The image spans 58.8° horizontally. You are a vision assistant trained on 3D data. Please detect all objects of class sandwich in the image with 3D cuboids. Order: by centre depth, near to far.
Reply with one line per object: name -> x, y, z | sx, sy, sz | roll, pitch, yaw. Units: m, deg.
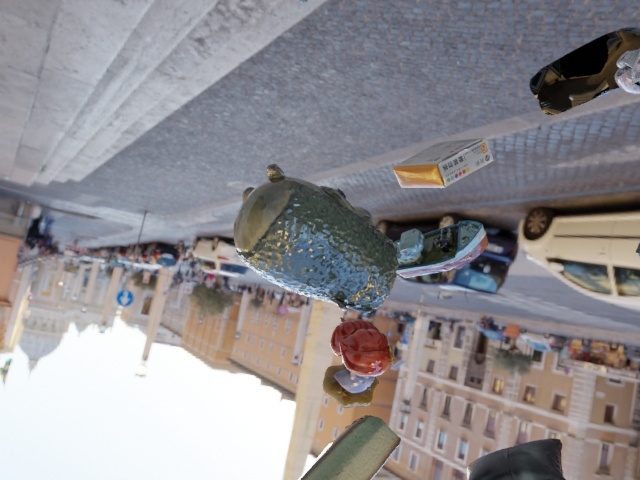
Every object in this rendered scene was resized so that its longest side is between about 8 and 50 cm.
sandwich -> 0.043, 0.476, 1.168 | 0.108, 0.220, 0.186 | 43, -141, 11

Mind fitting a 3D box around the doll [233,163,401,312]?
doll -> 0.000, 0.000, 1.128 | 0.349, 0.247, 0.247 | 32, 167, -18

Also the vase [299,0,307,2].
vase -> 0.007, -0.633, 1.214 | 0.301, 0.156, 0.251 | 29, 148, 48

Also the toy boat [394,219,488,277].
toy boat -> 0.372, 0.012, 1.810 | 0.332, 0.145, 0.133 | -18, 133, 36

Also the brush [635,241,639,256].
brush -> 0.742, -0.093, 1.192 | 0.051, 0.323, 0.070 | 46, 161, -28

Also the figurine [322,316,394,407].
figurine -> 0.103, 0.321, 1.563 | 0.181, 0.208, 0.257 | 24, 135, 7

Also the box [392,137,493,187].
box -> 0.403, -0.257, 1.896 | 0.221, 0.091, 0.274 | -29, -164, -17

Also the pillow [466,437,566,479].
pillow -> 0.445, 0.546, 1.322 | 0.250, 0.106, 0.186 | -26, -178, 20

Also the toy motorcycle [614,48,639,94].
toy motorcycle -> 0.509, -0.263, 0.820 | 0.112, 0.112, 0.254 | 13, 178, -3

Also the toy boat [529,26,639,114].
toy boat -> 0.681, -0.428, 1.414 | 0.092, 0.134, 0.299 | -36, -170, -40
